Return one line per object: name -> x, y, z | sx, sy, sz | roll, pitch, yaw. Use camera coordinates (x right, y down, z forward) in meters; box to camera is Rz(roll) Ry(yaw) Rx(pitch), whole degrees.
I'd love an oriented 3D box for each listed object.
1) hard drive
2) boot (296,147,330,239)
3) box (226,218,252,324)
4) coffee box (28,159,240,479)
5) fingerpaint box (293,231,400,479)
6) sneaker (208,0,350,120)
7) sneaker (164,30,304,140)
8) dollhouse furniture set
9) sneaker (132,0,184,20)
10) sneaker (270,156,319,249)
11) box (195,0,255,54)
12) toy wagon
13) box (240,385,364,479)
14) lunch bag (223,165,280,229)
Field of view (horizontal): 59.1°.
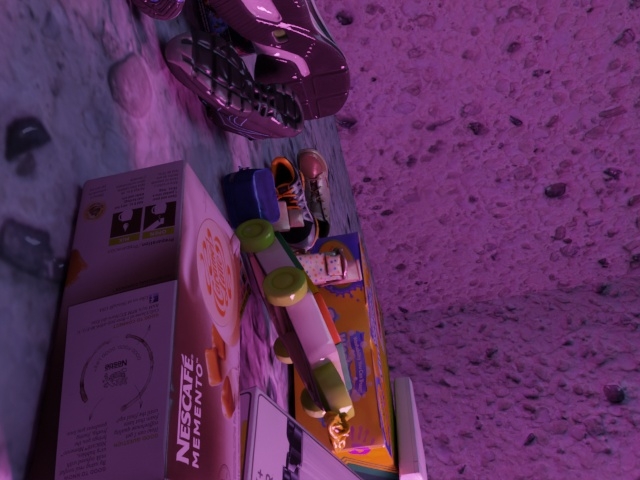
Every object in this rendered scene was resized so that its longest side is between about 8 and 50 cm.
hard drive -> 0.198, 0.479, 1.197 | 0.353, 0.047, 0.233 | -71, 150, -74
boot -> -0.015, -0.120, 1.493 | 0.213, 0.077, 0.165 | 74, 12, -48
box -> -0.130, 0.069, 0.670 | 0.207, 0.036, 0.114 | -82, 160, -63
coffee box -> -0.130, 0.080, 0.455 | 0.141, 0.098, 0.247 | 66, 16, -56
fingerpaint box -> 0.056, 0.272, 1.206 | 0.371, 0.163, 0.445 | 69, 14, -54
sneaker -> -0.058, -0.406, 0.946 | 0.447, 0.169, 0.258 | 54, 29, -66
sneaker -> -0.132, -0.200, 0.811 | 0.267, 0.106, 0.101 | 23, 61, -55
dollhouse furniture set -> 0.000, 0.000, 1.030 | 0.101, 0.181, 0.161 | -23, -106, 58
sneaker -> -0.193, -0.351, 0.612 | 0.081, 0.080, 0.211 | -78, 158, -59
sneaker -> -0.064, -0.074, 1.137 | 0.083, 0.084, 0.215 | 58, 14, -62
box -> -0.164, -0.410, 0.979 | 0.233, 0.044, 0.159 | -66, 145, -74
toy wagon -> -0.025, 0.135, 0.791 | 0.344, 0.068, 0.267 | 52, -19, 48
box -> -0.029, 0.309, 0.612 | 0.290, 0.087, 0.169 | 52, 24, -33
lunch bag -> -0.110, -0.067, 0.868 | 0.067, 0.065, 0.099 | -25, 106, -65
